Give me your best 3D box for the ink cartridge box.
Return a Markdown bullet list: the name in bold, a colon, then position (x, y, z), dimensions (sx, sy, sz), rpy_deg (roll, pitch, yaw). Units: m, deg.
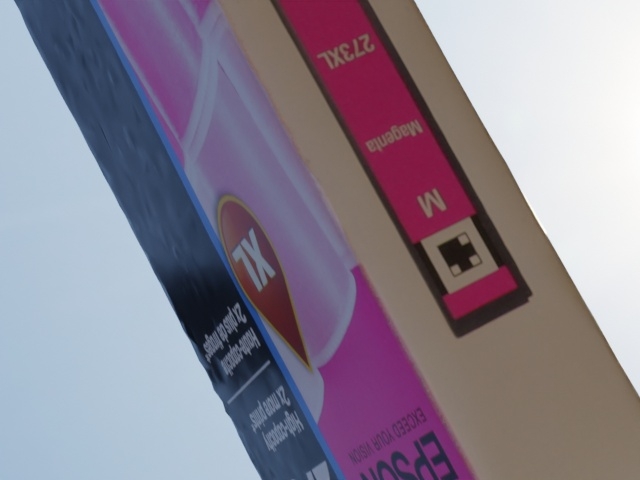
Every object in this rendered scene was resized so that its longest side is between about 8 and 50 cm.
- **ink cartridge box**: position (0.000, 0.000, 0.561), dimensions (0.069, 0.176, 0.371), rpy_deg (-28, -98, -23)
